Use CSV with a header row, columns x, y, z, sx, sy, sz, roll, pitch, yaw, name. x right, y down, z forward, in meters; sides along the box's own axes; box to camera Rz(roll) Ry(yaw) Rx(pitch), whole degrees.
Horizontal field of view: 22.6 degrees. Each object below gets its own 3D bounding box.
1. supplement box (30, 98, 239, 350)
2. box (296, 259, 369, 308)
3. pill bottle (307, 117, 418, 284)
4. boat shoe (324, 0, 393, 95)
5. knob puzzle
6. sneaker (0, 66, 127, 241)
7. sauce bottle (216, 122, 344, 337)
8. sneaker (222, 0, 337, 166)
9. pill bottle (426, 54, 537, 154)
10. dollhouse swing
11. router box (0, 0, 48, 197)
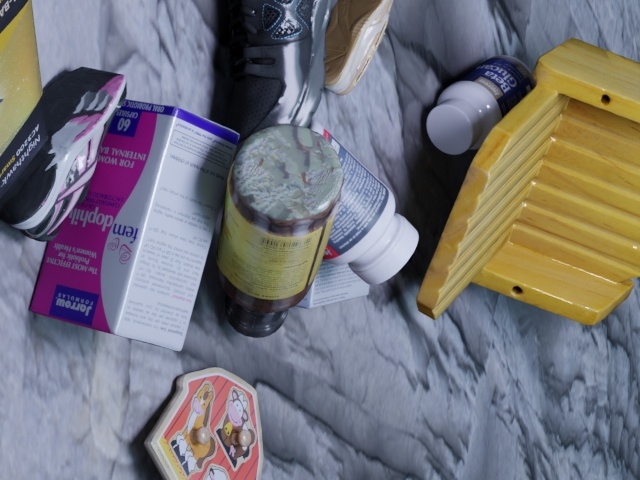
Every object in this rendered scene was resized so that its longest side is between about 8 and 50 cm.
x,y,z,sx,sy,sz,roll,pitch,yaw,name
-0.176,-0.017,1.531,0.114,0.111,0.220,20,82,-58,supplement box
0.000,0.000,1.852,0.126,0.072,0.137,-10,108,-56,box
0.017,-0.037,1.722,0.180,0.108,0.108,42,60,-22,pill bottle
0.045,-0.246,1.862,0.170,0.063,0.059,-61,148,-9,boat shoe
-0.105,0.223,1.752,0.213,0.030,0.213,25,61,-55,knob puzzle
-0.235,-0.078,1.475,0.178,0.072,0.077,-57,155,-17,sneaker
-0.051,0.007,1.623,0.111,0.111,0.344,-60,175,-27,sauce bottle
-0.056,-0.233,1.681,0.139,0.125,0.341,22,84,-30,sneaker
0.210,-0.175,2.108,0.169,0.094,0.094,-37,130,-47,pill bottle
0.327,-0.028,2.073,0.305,0.315,0.347,-67,177,-56,dollhouse swing
-0.330,-0.058,1.219,0.309,0.081,0.243,-58,167,-30,router box
